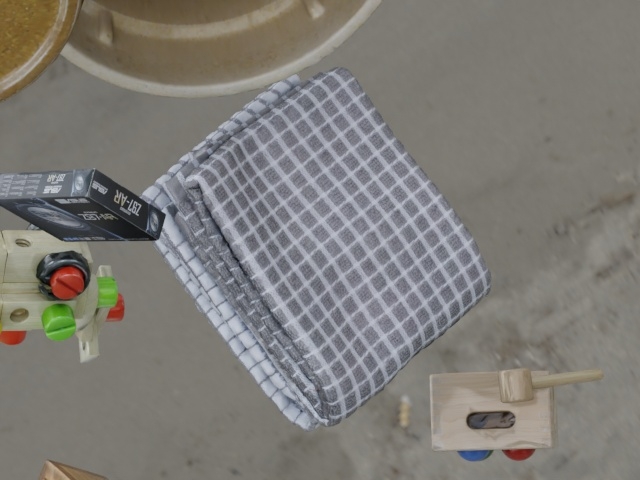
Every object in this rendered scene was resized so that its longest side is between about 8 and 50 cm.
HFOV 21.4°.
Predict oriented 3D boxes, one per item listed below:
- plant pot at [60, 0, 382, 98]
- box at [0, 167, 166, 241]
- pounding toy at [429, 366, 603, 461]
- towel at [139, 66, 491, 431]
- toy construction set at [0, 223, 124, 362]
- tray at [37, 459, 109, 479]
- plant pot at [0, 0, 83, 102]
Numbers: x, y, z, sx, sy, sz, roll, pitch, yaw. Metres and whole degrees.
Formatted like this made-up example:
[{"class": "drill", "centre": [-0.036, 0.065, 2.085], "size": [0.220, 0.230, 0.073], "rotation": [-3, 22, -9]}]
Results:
[{"class": "plant pot", "centre": [-0.116, -0.343, 1.423], "size": [0.334, 0.334, 0.305], "rotation": [-29, 42, 9]}, {"class": "box", "centre": [-0.145, -0.020, 1.012], "size": [0.083, 0.067, 0.018], "rotation": [0, 67, 37]}, {"class": "pounding toy", "centre": [0.208, 0.184, 1.777], "size": [0.181, 0.206, 0.094], "rotation": [-3, 83, 10]}, {"class": "towel", "centre": [0.000, 0.000, 1.566], "size": [0.235, 0.284, 0.121], "rotation": [-39, 8, -28]}, {"class": "toy construction set", "centre": [-0.313, 0.074, 1.548], "size": [0.327, 0.215, 0.151], "rotation": [-12, 43, -34]}, {"class": "tray", "centre": [-0.264, 0.423, 1.518], "size": [0.203, 0.076, 0.411], "rotation": [22, 88, 58]}, {"class": "plant pot", "centre": [-0.196, -0.172, 0.785], "size": [0.237, 0.237, 0.254], "rotation": [-33, 41, 6]}]
